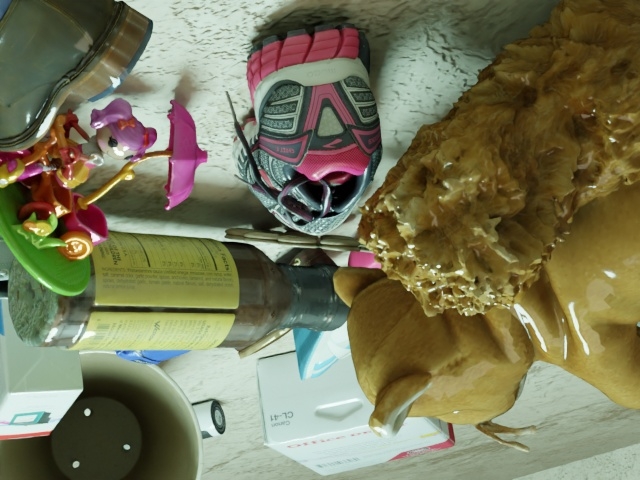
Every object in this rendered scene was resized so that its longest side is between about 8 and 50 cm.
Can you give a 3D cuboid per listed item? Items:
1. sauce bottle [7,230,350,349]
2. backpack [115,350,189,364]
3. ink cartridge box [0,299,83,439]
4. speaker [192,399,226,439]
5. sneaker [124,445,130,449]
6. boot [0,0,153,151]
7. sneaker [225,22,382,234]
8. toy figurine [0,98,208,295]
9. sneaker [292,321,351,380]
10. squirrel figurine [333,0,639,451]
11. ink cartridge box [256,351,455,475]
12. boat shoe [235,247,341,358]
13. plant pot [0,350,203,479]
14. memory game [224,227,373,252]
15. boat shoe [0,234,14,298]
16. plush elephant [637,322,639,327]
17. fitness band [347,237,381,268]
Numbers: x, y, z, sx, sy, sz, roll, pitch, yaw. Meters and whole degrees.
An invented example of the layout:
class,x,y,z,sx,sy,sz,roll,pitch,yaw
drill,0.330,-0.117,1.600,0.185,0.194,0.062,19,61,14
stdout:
class,x,y,z,sx,sy,sz,roll,pitch,yaw
sauce bottle,-0.120,0.052,1.191,0.344,0.111,0.111,6,154,-40
backpack,-0.190,0.079,1.323,0.120,0.101,0.098,-18,152,29
ink cartridge box,-0.321,0.131,1.347,0.078,0.134,0.231,-1,159,-24
speaker,-0.217,0.285,1.928,0.136,0.055,0.055,-15,159,15
sneaker,-0.295,0.330,1.995,0.095,0.090,0.235,-26,161,7
boot,-0.206,-0.128,0.834,0.106,0.082,0.219,33,149,-27
sneaker,-0.011,-0.059,1.012,0.121,0.112,0.299,-11,163,-2
toy figurine,-0.173,-0.061,0.978,0.159,0.130,0.173,-29,135,14
sneaker,0.019,0.111,1.528,0.092,0.087,0.228,-7,162,-15
squirrel figurine,0.163,0.000,1.026,0.370,0.281,0.397,-26,139,17
ink cartridge box,0.058,0.243,1.836,0.226,0.131,0.306,-13,158,10
boat shoe,-0.044,0.068,1.410,0.073,0.073,0.207,-34,178,-45
plant pot,-0.290,0.269,1.624,0.257,0.256,0.274,-6,175,-11
memory game,0.000,0.000,1.219,0.186,0.012,0.186,5,-179,0
boat shoe,-0.273,0.036,1.187,0.227,0.081,0.079,9,153,-41
plush elephant,0.425,0.099,1.412,0.272,0.255,0.330,-21,155,-3
fitness band,0.168,0.014,1.385,0.291,0.054,0.209,-2,158,-25
